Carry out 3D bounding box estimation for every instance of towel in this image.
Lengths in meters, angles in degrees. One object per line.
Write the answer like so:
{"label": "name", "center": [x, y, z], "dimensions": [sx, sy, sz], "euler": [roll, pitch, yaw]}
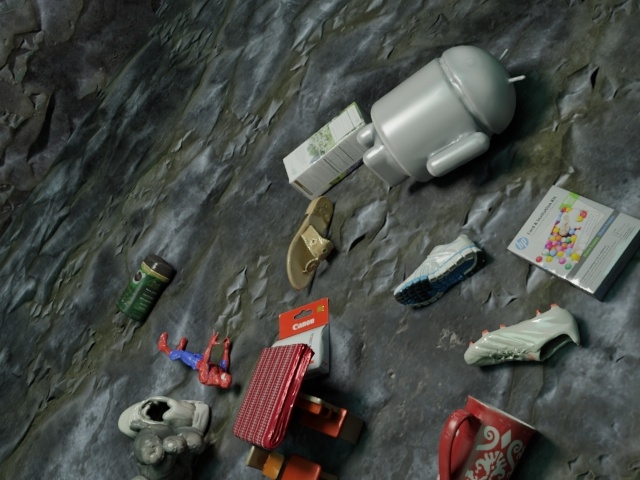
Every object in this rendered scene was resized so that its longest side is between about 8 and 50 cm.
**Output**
{"label": "towel", "center": [-0.098, 0.299, 1.300], "dimensions": [0.275, 0.031, 0.198], "euler": [-27, 40, 67]}

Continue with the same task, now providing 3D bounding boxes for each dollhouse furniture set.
{"label": "dollhouse furniture set", "center": [-0.031, 0.423, 1.224], "dimensions": [0.262, 0.135, 0.259], "euler": [6, 69, 45]}

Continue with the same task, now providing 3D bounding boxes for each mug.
{"label": "mug", "center": [0.233, 0.336, 1.041], "dimensions": [0.169, 0.150, 0.113], "euler": [-64, 8, -4]}

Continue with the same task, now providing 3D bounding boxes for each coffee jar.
{"label": "coffee jar", "center": [-0.495, 0.131, 1.888], "dimensions": [0.184, 0.079, 0.096], "euler": [-57, 38, -1]}

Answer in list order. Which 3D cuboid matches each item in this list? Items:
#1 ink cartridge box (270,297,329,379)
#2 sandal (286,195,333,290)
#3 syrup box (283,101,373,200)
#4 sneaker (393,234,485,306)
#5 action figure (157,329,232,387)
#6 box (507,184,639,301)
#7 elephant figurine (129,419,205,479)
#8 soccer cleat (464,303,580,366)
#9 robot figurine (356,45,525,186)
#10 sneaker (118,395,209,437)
{"label": "ink cartridge box", "center": [-0.048, 0.216, 1.447], "dimensions": [0.145, 0.045, 0.179], "euler": [-23, 53, 30]}
{"label": "sandal", "center": [-0.004, -0.003, 1.517], "dimensions": [0.079, 0.088, 0.240], "euler": [-12, 51, 45]}
{"label": "syrup box", "center": [0.031, -0.213, 1.615], "dimensions": [0.237, 0.096, 0.093], "euler": [-37, 42, 19]}
{"label": "sneaker", "center": [0.223, 0.056, 1.292], "dimensions": [0.191, 0.071, 0.083], "euler": [-32, 39, 12]}
{"label": "action figure", "center": [-0.278, 0.258, 1.592], "dimensions": [0.280, 0.091, 0.139], "euler": [24, 92, 48]}
{"label": "box", "center": [0.438, -0.001, 1.144], "dimensions": [0.145, 0.038, 0.186], "euler": [-54, 40, 0]}
{"label": "elephant figurine", "center": [-0.334, 0.528, 1.428], "dimensions": [0.186, 0.170, 0.239], "euler": [-169, 82, -79]}
{"label": "soccer cleat", "center": [0.331, 0.174, 1.108], "dimensions": [0.196, 0.068, 0.076], "euler": [-29, 50, 22]}
{"label": "robot figurine", "center": [0.246, -0.258, 1.366], "dimensions": [0.353, 0.200, 0.299], "euler": [-33, 47, 23]}
{"label": "sneaker", "center": [-0.397, 0.414, 1.586], "dimensions": [0.292, 0.118, 0.110], "euler": [-16, 56, 37]}
